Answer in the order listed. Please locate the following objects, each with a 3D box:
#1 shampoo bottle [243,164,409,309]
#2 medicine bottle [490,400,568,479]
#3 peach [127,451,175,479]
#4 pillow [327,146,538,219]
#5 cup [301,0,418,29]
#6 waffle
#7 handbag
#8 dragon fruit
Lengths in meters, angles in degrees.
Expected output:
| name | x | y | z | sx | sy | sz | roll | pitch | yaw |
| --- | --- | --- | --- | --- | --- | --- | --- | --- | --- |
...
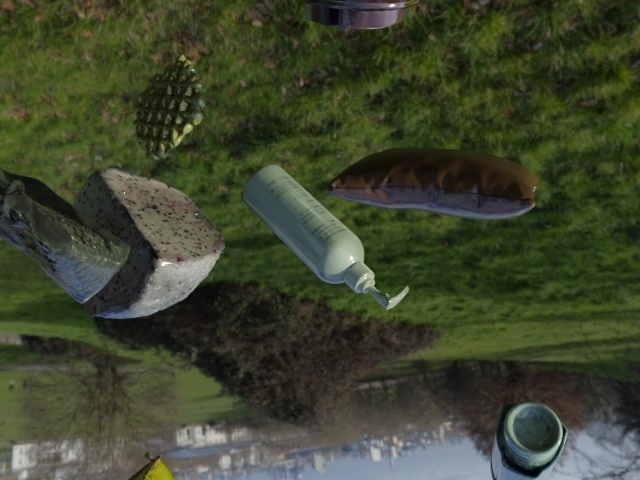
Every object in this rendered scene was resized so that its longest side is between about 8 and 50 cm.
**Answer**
| name | x | y | z | sx | sy | sz | roll | pitch | yaw |
| --- | --- | --- | --- | --- | --- | --- | --- | --- | --- |
| shampoo bottle | 0.000 | 0.000 | 0.539 | 0.056 | 0.195 | 0.056 | -31 | 146 | -23 |
| medicine bottle | 0.269 | 0.264 | 0.730 | 0.079 | 0.124 | 0.258 | 18 | 155 | 24 |
| peach | -0.245 | 0.409 | 0.691 | 0.158 | 0.154 | 0.267 | -42 | -177 | -4 |
| pillow | 0.199 | -0.097 | 0.932 | 0.307 | 0.109 | 0.305 | 7 | -167 | 21 |
| cup | 0.057 | -0.460 | 0.804 | 0.196 | 0.196 | 0.280 | -5 | 123 | -9 |
| waffle | -0.283 | -0.244 | 1.029 | 0.183 | 0.169 | 0.036 | -37 | 152 | 22 |
| handbag | -0.335 | -0.032 | 0.633 | 0.270 | 0.089 | 0.175 | 33 | 164 | 18 |
| dragon fruit | -0.336 | 0.023 | 1.070 | 0.221 | 0.283 | 0.204 | 1 | 132 | -55 |
